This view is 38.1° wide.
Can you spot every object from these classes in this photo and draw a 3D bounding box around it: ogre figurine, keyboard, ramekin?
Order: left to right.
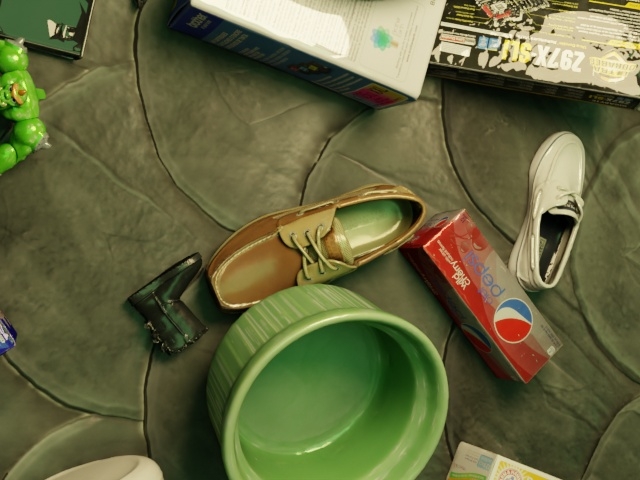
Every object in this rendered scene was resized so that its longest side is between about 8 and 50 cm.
[{"bbox_3d":[-0.404,-0.172,1.136,0.118,0.097,0.197,-13,78,-2],"label":"ogre figurine"},{"bbox_3d":[-0.300,-0.391,1.208,0.202,0.033,0.317,12,86,-18],"label":"keyboard"},{"bbox_3d":[-0.001,0.204,1.203,0.303,0.148,0.303,-8,112,-21],"label":"ramekin"}]

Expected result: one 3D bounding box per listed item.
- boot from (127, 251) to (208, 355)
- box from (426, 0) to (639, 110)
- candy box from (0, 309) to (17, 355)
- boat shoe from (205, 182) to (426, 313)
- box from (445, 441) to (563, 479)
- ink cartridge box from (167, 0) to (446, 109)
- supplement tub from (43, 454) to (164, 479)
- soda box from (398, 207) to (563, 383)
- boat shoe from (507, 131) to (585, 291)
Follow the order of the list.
[{"bbox_3d":[-0.185,0.086,1.233,0.121,0.045,0.099,-36,99,-10],"label":"boot"},{"bbox_3d":[0.321,-0.343,1.339,0.322,0.079,0.257,11,86,8],"label":"box"},{"bbox_3d":[-0.494,0.155,1.001,0.317,0.268,0.122,-34,97,-17],"label":"candy box"},{"bbox_3d":[0.000,0.000,1.261,0.324,0.120,0.122,-26,98,-19],"label":"boat shoe"},{"bbox_3d":[0.296,0.385,1.366,0.203,0.114,0.103,24,81,-17],"label":"box"},{"bbox_3d":[-0.031,-0.371,1.238,0.395,0.151,0.270,19,83,-21],"label":"ink cartridge box"},{"bbox_3d":[-0.253,0.418,1.124,0.191,0.191,0.272,-17,94,-19],"label":"supplement tub"},{"bbox_3d":[0.236,0.083,1.365,0.092,0.083,0.263,-41,102,-17],"label":"soda box"},{"bbox_3d":[0.364,-0.044,1.413,0.095,0.084,0.258,15,84,-19],"label":"boat shoe"}]
